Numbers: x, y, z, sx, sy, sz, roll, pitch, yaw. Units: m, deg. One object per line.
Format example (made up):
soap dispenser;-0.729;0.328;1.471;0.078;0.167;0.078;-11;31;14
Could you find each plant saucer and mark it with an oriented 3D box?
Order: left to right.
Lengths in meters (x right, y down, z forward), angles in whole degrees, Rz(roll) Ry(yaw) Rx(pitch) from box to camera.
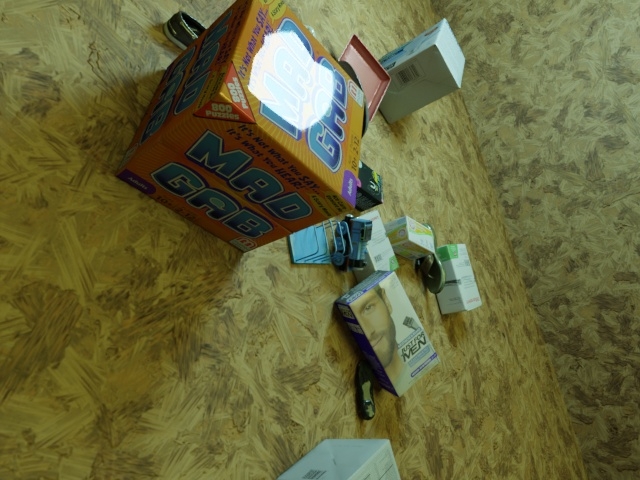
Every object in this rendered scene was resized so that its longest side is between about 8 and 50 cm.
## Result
plant saucer;0.156;-0.654;1.746;0.258;0.047;0.259;38;66;-31

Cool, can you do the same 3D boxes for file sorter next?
file sorter;0.000;0.000;1.254;0.170;0.104;0.118;5;71;-51

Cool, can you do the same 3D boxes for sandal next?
sandal;0.439;0.077;1.790;0.086;0.120;0.303;-4;73;-24

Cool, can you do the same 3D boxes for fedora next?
fedora;0.047;-0.457;1.470;0.124;0.243;0.276;-28;110;-25

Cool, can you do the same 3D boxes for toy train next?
toy train;0.101;0.013;1.338;0.080;0.105;0.184;-8;106;-60

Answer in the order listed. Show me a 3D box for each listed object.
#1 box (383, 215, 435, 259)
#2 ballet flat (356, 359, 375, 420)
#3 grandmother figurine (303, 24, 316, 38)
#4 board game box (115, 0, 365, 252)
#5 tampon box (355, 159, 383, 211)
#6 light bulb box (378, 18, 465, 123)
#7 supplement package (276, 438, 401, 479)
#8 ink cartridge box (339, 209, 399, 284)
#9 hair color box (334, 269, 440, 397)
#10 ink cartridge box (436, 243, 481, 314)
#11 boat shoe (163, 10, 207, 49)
box;0.349;-0.006;1.691;0.203;0.114;0.103;22;57;-44
ballet flat;0.130;0.442;1.275;0.057;0.049;0.173;12;56;-18
grandmother figurine;-0.070;-0.626;1.435;0.207;0.104;0.342;27;44;-20
board game box;-0.154;-0.244;0.963;0.356;0.356;0.356;36;49;-37
tampon box;0.134;-0.195;1.516;0.161;0.101;0.121;26;54;-42
light bulb box;0.442;-0.773;1.965;0.225;0.357;0.361;51;39;-25
supplement package;0.065;0.621;0.964;0.198;0.199;0.263;-10;82;-53
ink cartridge box;0.163;0.023;1.458;0.160;0.092;0.220;-22;92;-53
hair color box;0.209;0.282;1.324;0.185;0.110;0.339;-33;100;-21
ink cartridge box;0.592;0.169;1.909;0.211;0.121;0.289;0;74;-52
boat shoe;-0.300;-0.521;1.148;0.227;0.068;0.081;18;60;-47
